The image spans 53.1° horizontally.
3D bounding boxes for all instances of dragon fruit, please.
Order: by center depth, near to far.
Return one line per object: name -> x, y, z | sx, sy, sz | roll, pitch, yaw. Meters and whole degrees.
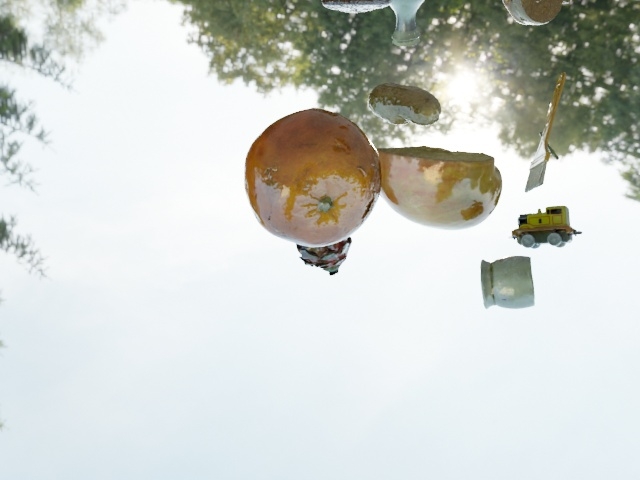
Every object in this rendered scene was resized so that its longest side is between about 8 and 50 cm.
dragon fruit -> 0.005, 0.004, 1.955 | 0.182, 0.188, 0.182 | -6, -113, 14

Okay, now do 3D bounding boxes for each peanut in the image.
peanut -> 0.218, -0.349, 1.654 | 0.226, 0.108, 0.095 | 21, -126, 43

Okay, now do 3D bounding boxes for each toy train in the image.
toy train -> 0.681, -0.039, 1.950 | 0.219, 0.127, 0.089 | -5, 172, 33

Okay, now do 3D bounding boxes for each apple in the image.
apple -> 0.329, -0.163, 1.771 | 0.309, 0.314, 0.252 | 25, -110, 45

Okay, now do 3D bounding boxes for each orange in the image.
orange -> -0.016, -0.125, 1.307 | 0.283, 0.284, 0.226 | 3, -150, -14

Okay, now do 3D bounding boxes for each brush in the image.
brush -> 0.497, -0.240, 1.398 | 0.013, 0.272, 0.103 | 17, 175, 0

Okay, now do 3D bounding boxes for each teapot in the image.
teapot -> 0.309, -0.844, 2.323 | 0.183, 0.251, 0.183 | -3, -143, 2

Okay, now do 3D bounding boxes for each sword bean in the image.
sword bean -> 0.575, -0.237, 1.611 | 0.012, 0.012, 0.083 | -20, -104, -40

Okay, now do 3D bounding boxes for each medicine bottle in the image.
medicine bottle -> 0.514, 0.117, 1.765 | 0.143, 0.147, 0.147 | -6, -153, 19

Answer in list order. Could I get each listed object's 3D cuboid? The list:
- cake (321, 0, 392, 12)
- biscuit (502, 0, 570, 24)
cake -> 0.093, -0.670, 1.687 | 0.135, 0.112, 0.246 | 3, -166, -18
biscuit -> 0.340, -0.423, 1.001 | 0.170, 0.170, 0.050 | -16, -153, -37
